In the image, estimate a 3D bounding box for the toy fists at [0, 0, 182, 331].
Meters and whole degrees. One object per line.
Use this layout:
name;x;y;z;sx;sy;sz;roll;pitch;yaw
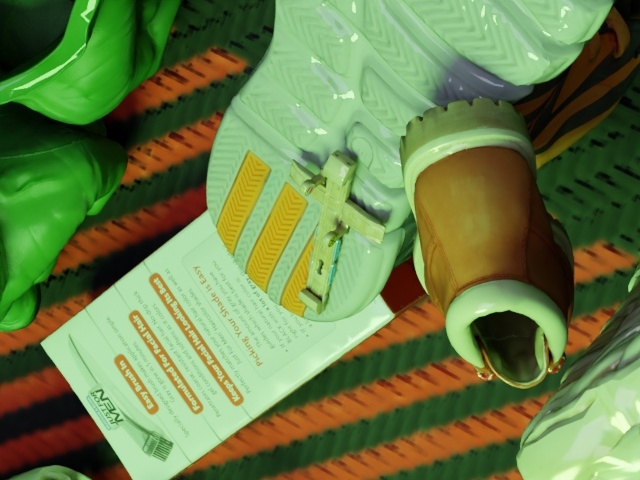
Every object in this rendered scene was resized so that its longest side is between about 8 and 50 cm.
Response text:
toy fists;-0.133;-0.065;0.881;0.096;0.142;0.279;23;117;0

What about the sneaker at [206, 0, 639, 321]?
sneaker;0.071;-0.108;0.745;0.124;0.180;0.321;48;143;9

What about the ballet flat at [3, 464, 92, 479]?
ballet flat;-0.110;0.162;0.936;0.280;0.095;0.096;12;123;7

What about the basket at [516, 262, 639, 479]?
basket;0.291;0.077;0.654;0.331;0.266;0.328;-38;85;28

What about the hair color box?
hair color box;-0.042;0.037;0.914;0.167;0.053;0.093;-37;86;25

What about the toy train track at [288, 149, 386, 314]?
toy train track;0.000;0.000;0.744;0.048;0.014;0.083;36;141;23

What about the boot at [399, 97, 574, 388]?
boot;0.065;0.024;0.693;0.059;0.158;0.085;-16;62;8
